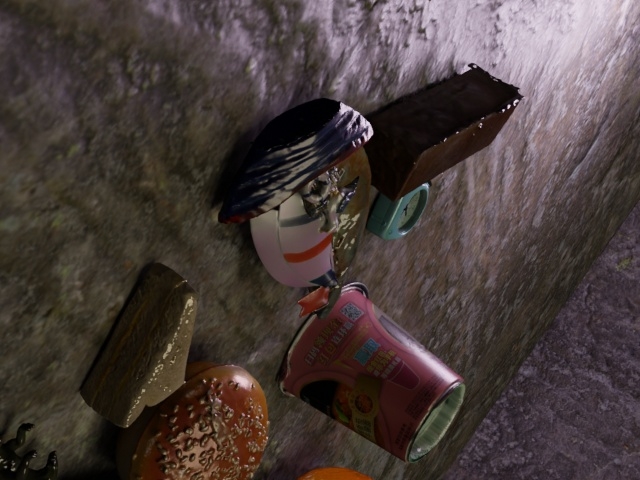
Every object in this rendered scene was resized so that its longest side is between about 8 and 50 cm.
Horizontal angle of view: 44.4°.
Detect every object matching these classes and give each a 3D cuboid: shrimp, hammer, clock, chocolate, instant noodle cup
[{"bbox_3d":[0.000,0.000,1.115,0.164,0.062,0.316,-24,135,-38],"label":"shrimp"},{"bbox_3d":[0.199,-0.143,1.353,0.035,0.019,0.110,-39,146,-34],"label":"hammer"},{"bbox_3d":[0.139,-0.057,1.310,0.147,0.045,0.108,-6,124,-60],"label":"clock"},{"bbox_3d":[0.186,-0.166,1.207,0.321,0.112,0.112,-33,153,-43],"label":"chocolate"},{"bbox_3d":[0.098,0.233,1.320,0.244,0.255,0.244,-38,147,-31],"label":"instant noodle cup"}]

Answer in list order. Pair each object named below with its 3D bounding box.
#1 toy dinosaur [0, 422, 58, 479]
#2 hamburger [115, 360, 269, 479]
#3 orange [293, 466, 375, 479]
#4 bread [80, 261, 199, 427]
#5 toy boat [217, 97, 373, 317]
[{"bbox_3d":[-0.363,0.253,0.794,0.179,0.087,0.187,-11,121,-9],"label":"toy dinosaur"},{"bbox_3d":[-0.160,0.258,1.012,0.237,0.147,0.236,-40,146,-34],"label":"hamburger"},{"bbox_3d":[0.024,0.656,1.527,0.424,0.326,0.423,23,90,-80],"label":"orange"},{"bbox_3d":[-0.199,0.114,0.861,0.105,0.077,0.152,-30,142,-46],"label":"bread"},{"bbox_3d":[-0.037,-0.027,0.978,0.219,0.072,0.318,-13,130,-39],"label":"toy boat"}]
